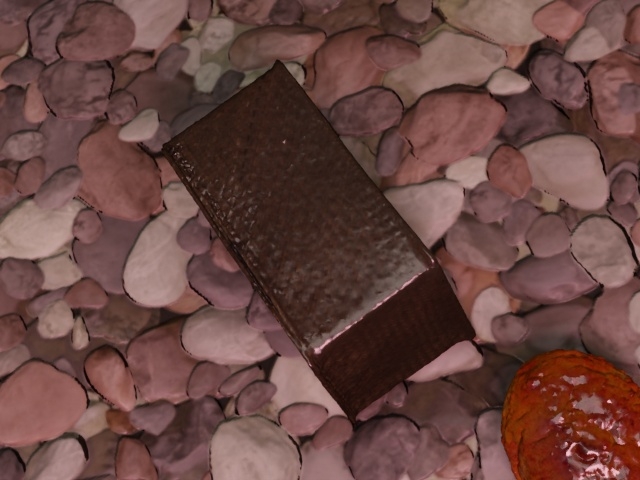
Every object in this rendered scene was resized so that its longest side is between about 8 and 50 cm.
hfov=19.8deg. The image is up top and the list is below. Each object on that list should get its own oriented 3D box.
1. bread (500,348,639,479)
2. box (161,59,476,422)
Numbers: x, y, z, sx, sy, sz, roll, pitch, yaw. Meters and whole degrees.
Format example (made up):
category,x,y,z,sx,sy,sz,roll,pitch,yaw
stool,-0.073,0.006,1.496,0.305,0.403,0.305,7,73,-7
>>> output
category,x,y,z,sx,sy,sz,roll,pitch,yaw
bread,0.239,0.216,1.544,0.139,0.095,0.269,-22,67,14
box,-0.002,0.001,1.650,0.143,0.184,0.273,-36,63,0
